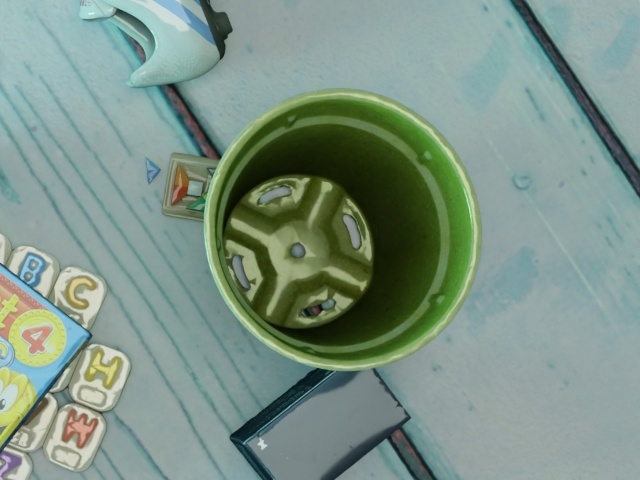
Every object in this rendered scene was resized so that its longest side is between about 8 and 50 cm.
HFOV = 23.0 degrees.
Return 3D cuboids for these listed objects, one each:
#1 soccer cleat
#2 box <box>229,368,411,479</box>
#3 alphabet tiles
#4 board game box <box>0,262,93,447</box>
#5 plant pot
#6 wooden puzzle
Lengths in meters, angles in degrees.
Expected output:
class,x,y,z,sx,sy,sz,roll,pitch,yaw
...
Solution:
class,x,y,z,sx,sy,sz,roll,pitch,yaw
soccer cleat,-0.221,-0.321,1.712,0.143,0.116,0.331,-26,89,-11
box,-0.003,0.199,1.672,0.156,0.158,0.093,-38,91,-10
alphabet tiles,-0.356,0.137,1.695,0.284,0.021,0.278,23,81,-5
board game box,-0.449,0.124,1.629,0.308,0.086,0.302,37,83,-3
plant pot,0.000,0.000,1.640,0.276,0.254,0.276,1,84,-11
wooden puzzle,-0.138,-0.059,1.751,0.116,0.014,0.078,2,84,-8
